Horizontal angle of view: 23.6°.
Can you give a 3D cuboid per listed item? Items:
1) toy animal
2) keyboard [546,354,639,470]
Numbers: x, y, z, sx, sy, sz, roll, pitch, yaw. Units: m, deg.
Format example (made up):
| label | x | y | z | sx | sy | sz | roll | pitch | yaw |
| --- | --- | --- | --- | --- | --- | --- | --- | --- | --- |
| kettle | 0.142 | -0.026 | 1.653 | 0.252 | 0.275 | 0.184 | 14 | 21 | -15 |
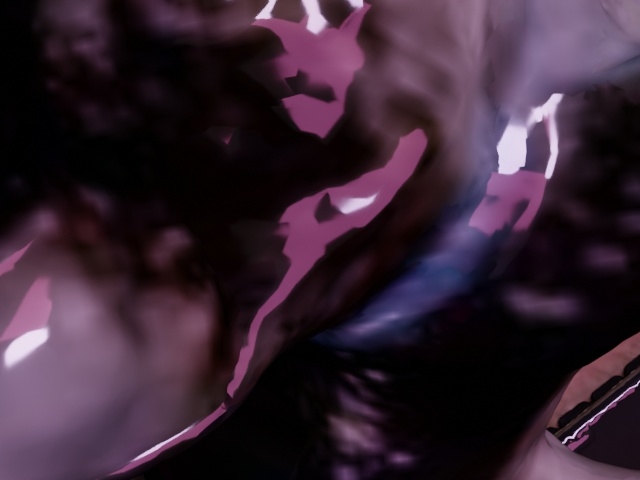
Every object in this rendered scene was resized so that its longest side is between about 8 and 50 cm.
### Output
| label | x | y | z | sx | sy | sz | roll | pitch | yaw |
| --- | --- | --- | --- | --- | --- | --- | --- | --- | --- |
| toy animal | 0.000 | 0.000 | 0.421 | 0.303 | 0.194 | 0.344 | -12 | 139 | 2 |
| keyboard | 0.229 | 0.025 | 0.646 | 0.317 | 0.027 | 0.106 | -38 | 117 | -3 |
